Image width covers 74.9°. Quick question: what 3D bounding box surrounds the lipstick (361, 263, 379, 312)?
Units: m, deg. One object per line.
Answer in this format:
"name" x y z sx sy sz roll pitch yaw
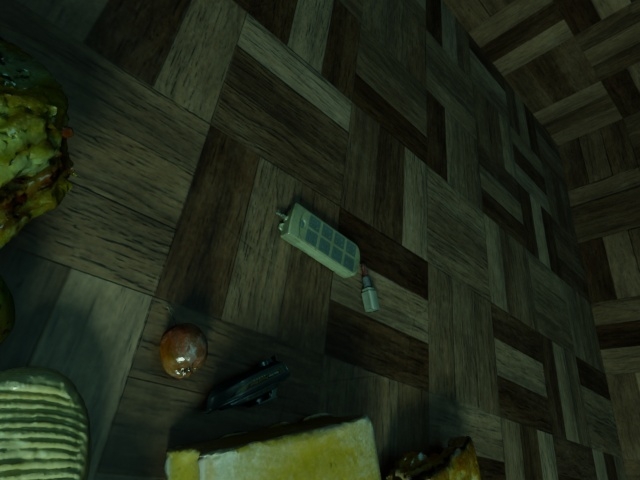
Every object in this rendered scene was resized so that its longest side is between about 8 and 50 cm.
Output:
"lipstick" 0.102 0.100 0.904 0.025 0.025 0.107 11 59 -41

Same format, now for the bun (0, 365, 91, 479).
"bun" -0.308 0.217 0.399 0.164 0.111 0.188 20 49 -48

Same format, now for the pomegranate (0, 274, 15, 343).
"pomegranate" -0.369 0.058 0.410 0.114 0.115 0.142 6 42 -43

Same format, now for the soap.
"soap" -0.042 0.418 0.540 0.293 0.156 0.336 8 66 -37

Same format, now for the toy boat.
"toy boat" -0.112 0.223 0.620 0.141 0.055 0.060 -11 74 -47

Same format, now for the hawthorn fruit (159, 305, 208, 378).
"hawthorn fruit" -0.195 0.137 0.583 0.066 0.067 0.103 8 41 -42

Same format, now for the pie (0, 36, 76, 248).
"pie" -0.444 -0.134 0.332 0.418 0.180 0.395 38 42 2

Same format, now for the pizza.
"pizza" 0.202 0.527 0.758 0.278 0.114 0.409 48 46 -21

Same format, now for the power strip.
"power strip" 0.000 0.000 0.842 0.226 0.029 0.080 34 52 -30
